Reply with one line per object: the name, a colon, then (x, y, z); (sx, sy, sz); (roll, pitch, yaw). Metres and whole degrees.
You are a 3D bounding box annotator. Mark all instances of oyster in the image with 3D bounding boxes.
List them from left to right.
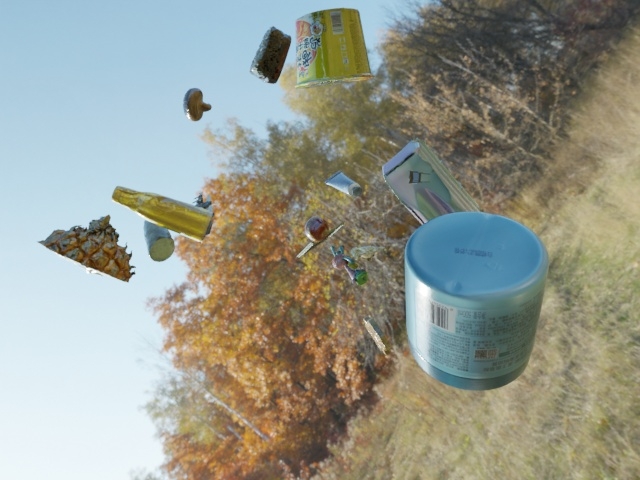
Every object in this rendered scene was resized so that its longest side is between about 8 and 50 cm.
oyster: (0.202, 0.043, 1.732); (0.106, 0.061, 0.200); (-41, -21, 11)

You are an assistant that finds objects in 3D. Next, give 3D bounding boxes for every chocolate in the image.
chocolate: (-0.718, -0.139, 1.914); (0.162, 0.445, 0.162); (-51, 26, 37)

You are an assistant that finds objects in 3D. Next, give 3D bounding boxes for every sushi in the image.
sushi: (-0.223, -0.818, 1.845); (0.225, 0.126, 0.136); (-68, 26, 10)

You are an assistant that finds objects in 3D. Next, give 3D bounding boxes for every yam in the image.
yam: (-0.816, -0.027, 2.090); (0.133, 0.330, 0.133); (-15, -53, -21)

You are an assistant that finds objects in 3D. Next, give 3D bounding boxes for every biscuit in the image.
biscuit: (0.216, 0.351, 1.562); (0.036, 0.166, 0.225); (-30, -18, -6)

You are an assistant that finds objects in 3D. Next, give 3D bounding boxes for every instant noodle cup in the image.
instant noodle cup: (0.030, -0.601, 1.320); (0.264, 0.264, 0.200); (-34, -60, -54)

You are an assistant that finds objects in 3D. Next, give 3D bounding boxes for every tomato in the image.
tomato: (-0.009, -0.037, 1.424); (0.087, 0.075, 0.087); (-10, -74, -36)

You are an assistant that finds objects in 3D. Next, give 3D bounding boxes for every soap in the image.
soap: (0.406, -0.158, 1.469); (0.156, 0.446, 0.261); (-34, 29, 28)

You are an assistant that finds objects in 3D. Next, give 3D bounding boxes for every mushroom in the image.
mushroom: (-0.465, -0.501, 1.542); (0.109, 0.085, 0.126); (-38, -30, -42)

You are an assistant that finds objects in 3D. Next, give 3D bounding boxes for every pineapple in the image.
pineapple: (-0.591, 0.016, 1.136); (0.250, 0.139, 0.164); (43, -110, -32)

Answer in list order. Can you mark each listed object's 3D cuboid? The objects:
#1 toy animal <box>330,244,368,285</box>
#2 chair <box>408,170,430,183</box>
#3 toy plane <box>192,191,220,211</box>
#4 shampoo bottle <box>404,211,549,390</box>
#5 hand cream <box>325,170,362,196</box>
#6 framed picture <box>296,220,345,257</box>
toy animal: (0.111, 0.092, 1.699); (0.100, 0.208, 0.103); (-20, -42, -19)
chair: (0.270, -0.180, 1.189); (0.086, 0.042, 0.037); (-3, -79, -33)
toy plane: (-0.637, -0.165, 2.164); (0.234, 0.160, 0.082); (-17, -10, 19)
shampoo bottle: (0.386, 0.149, 1.076); (0.331, 0.331, 0.343); (-45, -42, -35)
hand cream: (0.096, -0.231, 1.681); (0.088, 0.256, 0.055); (-39, -59, -3)
framed picture: (0.000, 0.000, 1.906); (0.197, 0.014, 0.252); (-33, -4, -24)
